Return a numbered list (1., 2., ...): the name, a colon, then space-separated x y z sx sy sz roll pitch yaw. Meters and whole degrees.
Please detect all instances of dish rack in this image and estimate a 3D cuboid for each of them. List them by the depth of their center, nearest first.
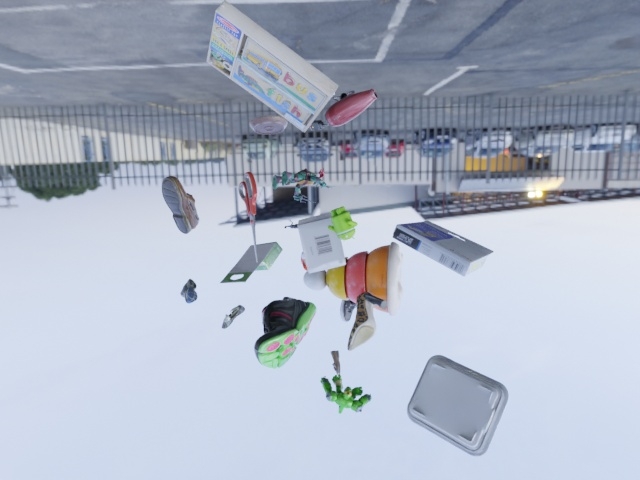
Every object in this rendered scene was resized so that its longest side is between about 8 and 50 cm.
1. dish rack: 0.498 0.604 1.714 0.333 0.285 0.072 19 166 38

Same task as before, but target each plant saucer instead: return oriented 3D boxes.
1. plant saucer: -0.224 -0.497 1.986 0.169 0.029 0.168 -5 171 -1

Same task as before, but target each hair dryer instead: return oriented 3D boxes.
1. hair dryer: 0.088 -0.492 1.623 0.223 0.080 0.294 -53 -148 -16

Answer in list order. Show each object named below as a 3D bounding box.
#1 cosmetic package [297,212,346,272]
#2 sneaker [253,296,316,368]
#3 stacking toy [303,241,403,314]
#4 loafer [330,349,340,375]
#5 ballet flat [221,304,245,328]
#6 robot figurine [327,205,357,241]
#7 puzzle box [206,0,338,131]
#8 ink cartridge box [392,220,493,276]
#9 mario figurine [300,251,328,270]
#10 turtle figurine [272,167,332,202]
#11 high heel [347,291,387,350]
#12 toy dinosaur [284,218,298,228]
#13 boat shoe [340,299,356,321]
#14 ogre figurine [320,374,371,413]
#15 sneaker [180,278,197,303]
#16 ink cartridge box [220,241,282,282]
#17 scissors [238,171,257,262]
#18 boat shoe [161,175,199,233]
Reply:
1. cosmetic package: 0.000 0.000 1.861 0.155 0.196 0.365 -13 -175 -2
2. sneaker: -0.173 0.363 1.875 0.203 0.185 0.483 24 -164 9
3. stacking toy: 0.151 0.175 2.200 0.481 0.349 0.350 1 -169 14
4. loafer: 0.068 0.562 2.099 0.039 0.045 0.125 2 -135 -6
5. ballet flat: -0.342 0.288 1.752 0.114 0.041 0.041 -43 -155 -14
6. robot figurine: 0.076 -0.053 1.518 0.101 0.115 0.067 -15 -172 40
7. puzzle box: -0.162 -0.530 1.448 0.409 0.052 0.272 34 160 -10
8. ink cartridge box: 0.469 0.019 1.739 0.304 0.072 0.307 30 -161 29
9. mario figurine: -0.023 0.123 2.742 0.170 0.198 0.321 -40 -176 -29
10. turtle figurine: -0.068 -0.233 1.863 0.234 0.118 0.175 4 154 -34
11. high heel: 0.163 0.342 1.960 0.093 0.261 0.186 42 167 -26
12. toy dinosaur: -0.143 -0.068 2.381 0.082 0.090 0.047 -13 -139 25
13. boat shoe: 0.170 0.348 2.569 0.076 0.228 0.080 3 170 45
14. ogre figurine: 0.093 0.575 1.693 0.197 0.096 0.118 40 -165 -4
15. sneaker: -0.517 0.209 1.786 0.058 0.052 0.135 -37 -152 9
16. ink cartridge box: -0.280 0.105 1.864 0.171 0.056 0.235 -7 -141 41
17. scissors: -0.225 -0.082 1.521 0.021 0.296 0.109 -2 162 -37
18. boat shoe: -0.655 -0.182 2.157 0.111 0.307 0.104 19 -136 26
